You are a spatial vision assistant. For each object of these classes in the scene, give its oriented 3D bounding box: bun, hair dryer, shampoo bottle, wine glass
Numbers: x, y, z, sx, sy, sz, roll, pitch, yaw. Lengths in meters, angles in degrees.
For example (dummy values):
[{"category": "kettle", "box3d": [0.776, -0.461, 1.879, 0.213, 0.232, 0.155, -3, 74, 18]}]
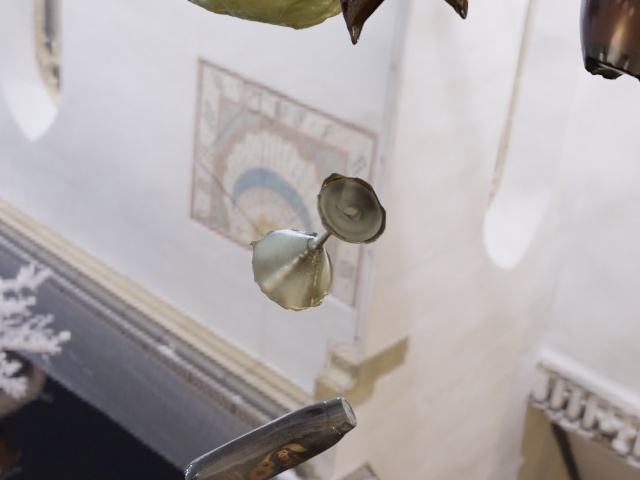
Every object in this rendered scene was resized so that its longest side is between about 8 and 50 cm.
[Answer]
[{"category": "bun", "box3d": [-0.072, -0.286, 1.222, 0.221, 0.108, 0.221, 17, -166, -4]}, {"category": "hair dryer", "box3d": [0.433, -0.268, 1.163, 0.340, 0.313, 0.123, 21, -177, -28]}, {"category": "shampoo bottle", "box3d": [-0.063, 0.273, 1.496, 0.233, 0.087, 0.049, -28, -134, 12]}, {"category": "wine glass", "box3d": [0.000, 0.000, 1.801, 0.156, 0.232, 0.156, 12, -121, -21]}]

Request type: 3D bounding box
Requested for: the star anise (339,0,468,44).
[{"category": "star anise", "box3d": [0.057, -0.281, 0.835, 0.288, 0.288, 0.088, -12, -145, -30]}]
